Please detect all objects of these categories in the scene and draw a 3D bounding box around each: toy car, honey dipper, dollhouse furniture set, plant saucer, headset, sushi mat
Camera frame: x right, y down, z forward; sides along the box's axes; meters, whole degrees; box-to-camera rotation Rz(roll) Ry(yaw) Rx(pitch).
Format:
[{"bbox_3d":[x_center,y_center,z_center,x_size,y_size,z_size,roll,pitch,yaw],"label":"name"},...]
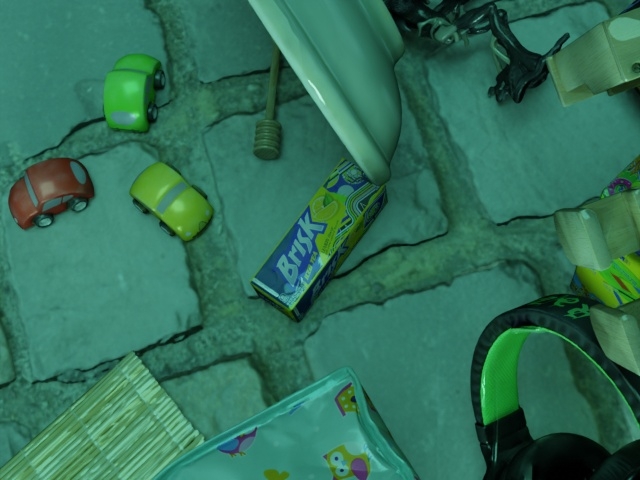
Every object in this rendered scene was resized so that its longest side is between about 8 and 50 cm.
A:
[{"bbox_3d":[-0.228,-0.117,1.165,0.238,0.053,0.225,5,72,9],"label":"toy car"},{"bbox_3d":[-0.054,-0.169,1.177,0.030,0.030,0.161,1,67,8],"label":"honey dipper"},{"bbox_3d":[0.272,-0.050,0.760,0.212,0.161,0.242,-20,92,1],"label":"dollhouse furniture set"},{"bbox_3d":[-0.015,-0.243,0.993,0.100,0.400,0.401,-33,70,5],"label":"plant saucer"},{"bbox_3d":[0.223,0.247,0.881,0.185,0.243,0.394,-20,93,-27],"label":"headset"},{"bbox_3d":[-0.266,0.270,1.053,0.316,0.019,0.151,-42,72,-8],"label":"sushi mat"}]

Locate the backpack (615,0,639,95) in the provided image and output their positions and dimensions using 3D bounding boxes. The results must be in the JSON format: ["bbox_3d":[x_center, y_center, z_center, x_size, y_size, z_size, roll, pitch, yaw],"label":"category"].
[{"bbox_3d":[0.392,-0.187,1.060,0.116,0.158,0.173,-29,82,-22],"label":"backpack"}]

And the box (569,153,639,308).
[{"bbox_3d":[0.394,0.044,0.907,0.177,0.279,0.290,-43,72,-8],"label":"box"}]

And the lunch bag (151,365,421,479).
[{"bbox_3d":[-0.037,0.257,0.918,0.262,0.223,0.160,-31,62,-4],"label":"lunch bag"}]

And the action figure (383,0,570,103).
[{"bbox_3d":[0.141,-0.271,1.121,0.275,0.164,0.141,40,99,9],"label":"action figure"}]

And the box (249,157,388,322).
[{"bbox_3d":[0.000,0.000,1.094,0.059,0.054,0.169,33,79,17],"label":"box"}]
